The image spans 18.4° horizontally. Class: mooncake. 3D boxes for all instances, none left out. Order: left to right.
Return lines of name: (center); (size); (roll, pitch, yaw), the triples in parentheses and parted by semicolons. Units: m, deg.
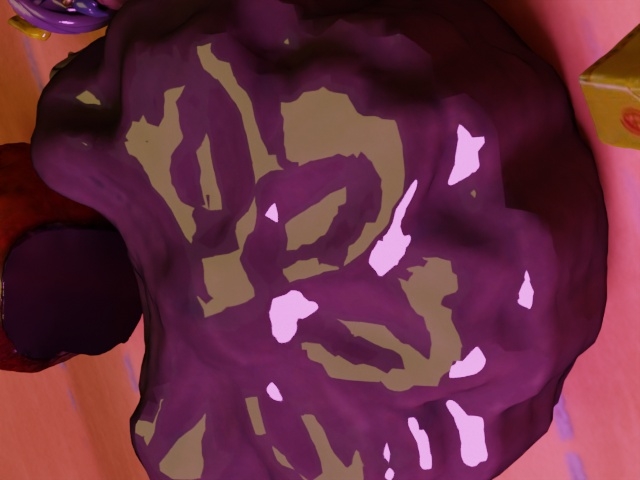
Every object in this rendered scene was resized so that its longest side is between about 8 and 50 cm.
mooncake: (0.000, 0.000, 1.234); (0.350, 0.212, 0.381); (-22, 96, 32)

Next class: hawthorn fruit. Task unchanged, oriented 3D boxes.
hawthorn fruit: (-0.257, -0.001, 1.652); (0.251, 0.189, 0.189); (54, 144, 29)

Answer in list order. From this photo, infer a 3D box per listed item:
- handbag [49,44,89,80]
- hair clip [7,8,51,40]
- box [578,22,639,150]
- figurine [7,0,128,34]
handbag: (-0.073, -0.019, 1.489); (0.241, 0.109, 0.315); (1, 121, 61)
hair clip: (-0.220, -0.244, 1.570); (0.072, 0.046, 0.173); (32, 134, 36)
box: (0.293, -0.092, 0.852); (0.335, 0.187, 0.047); (12, 136, 49)
figurine: (-0.162, -0.232, 1.445); (0.126, 0.114, 0.157); (-93, 27, -45)
